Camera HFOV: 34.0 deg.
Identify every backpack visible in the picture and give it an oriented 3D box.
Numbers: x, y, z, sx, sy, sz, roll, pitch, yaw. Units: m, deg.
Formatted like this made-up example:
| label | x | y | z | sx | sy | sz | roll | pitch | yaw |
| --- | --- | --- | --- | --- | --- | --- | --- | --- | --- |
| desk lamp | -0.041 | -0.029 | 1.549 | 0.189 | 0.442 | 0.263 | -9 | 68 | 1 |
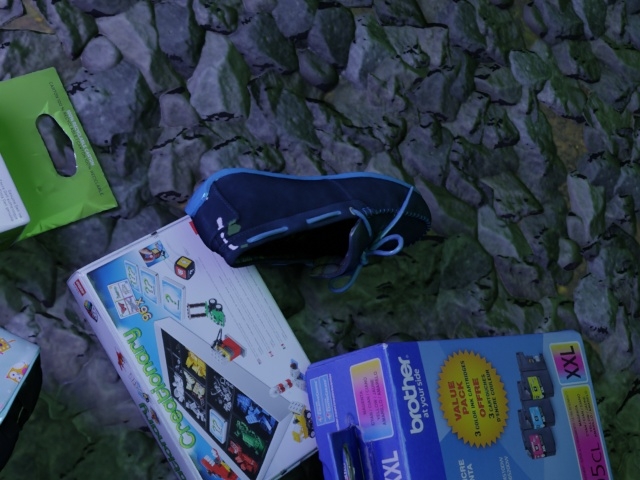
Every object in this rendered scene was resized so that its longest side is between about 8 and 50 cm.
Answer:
| label | x | y | z | sx | sy | sz | roll | pitch | yaw |
| --- | --- | --- | --- | --- | --- | --- | --- | --- | --- |
| backpack | -0.339 | 0.152 | 0.971 | 0.144 | 0.188 | 0.166 | 35 | 62 | -14 |

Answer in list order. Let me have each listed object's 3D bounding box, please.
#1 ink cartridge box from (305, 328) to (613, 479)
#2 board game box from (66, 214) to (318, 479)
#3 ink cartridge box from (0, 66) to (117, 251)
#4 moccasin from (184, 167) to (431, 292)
| label | x | y | z | sx | sy | sz | roll | pitch | yaw |
| --- | --- | --- | --- | --- | --- | --- | --- | --- | --- |
| ink cartridge box | 0.146 | 0.250 | 1.182 | 0.395 | 0.151 | 0.270 | 0 | 74 | -38 |
| board game box | -0.122 | 0.130 | 1.172 | 0.193 | 0.053 | 0.305 | -29 | 88 | -33 |
| ink cartridge box | -0.351 | -0.089 | 1.098 | 0.255 | 0.097 | 0.189 | -24 | 86 | -31 |
| moccasin | 0.000 | 0.000 | 1.215 | 0.342 | 0.138 | 0.117 | -2 | 51 | -37 |
